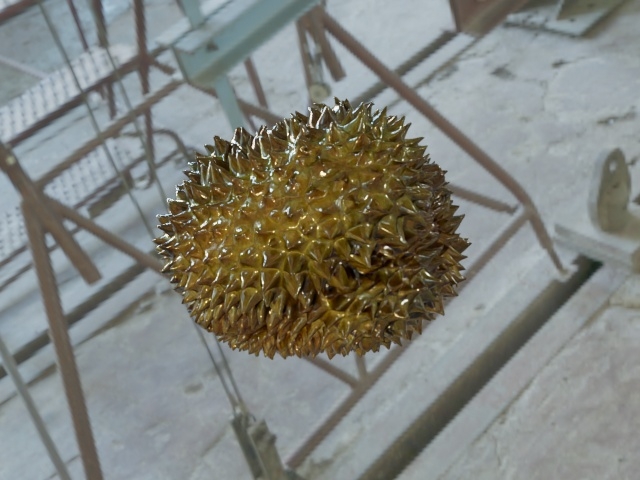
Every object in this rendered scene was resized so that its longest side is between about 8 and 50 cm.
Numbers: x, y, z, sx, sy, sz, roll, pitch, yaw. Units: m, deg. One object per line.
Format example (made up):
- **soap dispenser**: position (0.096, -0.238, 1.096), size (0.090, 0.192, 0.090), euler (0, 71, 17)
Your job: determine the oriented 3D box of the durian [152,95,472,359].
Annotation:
- **durian**: position (0.000, 0.000, 0.491), size (0.168, 0.158, 0.137), euler (-23, 51, 30)
